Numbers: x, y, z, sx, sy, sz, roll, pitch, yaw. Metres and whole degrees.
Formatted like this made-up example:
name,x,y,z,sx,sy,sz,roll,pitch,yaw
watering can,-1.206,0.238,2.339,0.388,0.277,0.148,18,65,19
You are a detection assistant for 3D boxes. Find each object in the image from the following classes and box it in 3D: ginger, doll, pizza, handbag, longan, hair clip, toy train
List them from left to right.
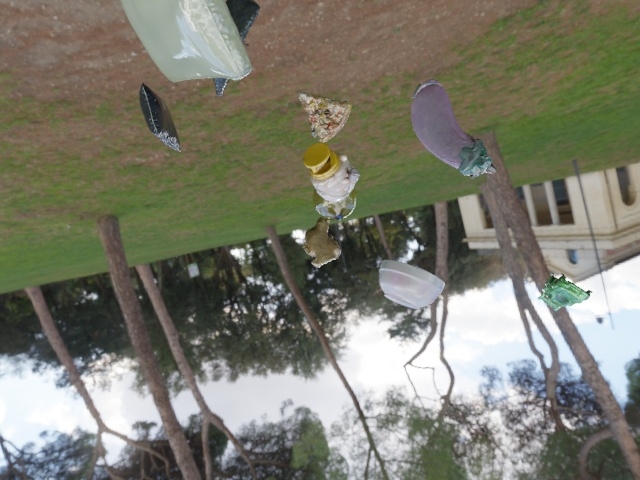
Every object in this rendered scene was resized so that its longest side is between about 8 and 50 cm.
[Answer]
name,x,y,z,sx,sy,sz,roll,pitch,yaw
handbag,-0.240,-0.548,1.226,0.089,0.270,0.175,22,175,-6
ginger,-0.004,0.002,1.736,0.138,0.213,0.074,-17,153,-6
pizza,0.003,-0.465,1.574,0.185,0.195,0.052,-54,-164,2
longan,0.042,-0.149,1.438,0.145,0.176,0.154,-12,159,-26
doll,0.030,-0.103,0.715,0.084,0.073,0.127,6,159,33
hair clip,0.321,-0.281,1.133,0.096,0.358,0.110,-19,145,-14
toy train,0.662,0.146,1.208,0.081,0.099,0.149,-54,167,2

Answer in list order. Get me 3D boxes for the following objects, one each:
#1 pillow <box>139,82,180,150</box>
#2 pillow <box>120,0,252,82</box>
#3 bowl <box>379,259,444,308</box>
name,x,y,z,sx,sy,sz,roll,pitch,yaw
pillow,-0.424,-0.321,1.167,0.055,0.141,0.208,-20,-179,-5
pillow,-0.304,-0.470,0.963,0.322,0.255,0.119,17,-125,40
bowl,0.377,0.202,1.915,0.287,0.143,0.287,22,168,5
